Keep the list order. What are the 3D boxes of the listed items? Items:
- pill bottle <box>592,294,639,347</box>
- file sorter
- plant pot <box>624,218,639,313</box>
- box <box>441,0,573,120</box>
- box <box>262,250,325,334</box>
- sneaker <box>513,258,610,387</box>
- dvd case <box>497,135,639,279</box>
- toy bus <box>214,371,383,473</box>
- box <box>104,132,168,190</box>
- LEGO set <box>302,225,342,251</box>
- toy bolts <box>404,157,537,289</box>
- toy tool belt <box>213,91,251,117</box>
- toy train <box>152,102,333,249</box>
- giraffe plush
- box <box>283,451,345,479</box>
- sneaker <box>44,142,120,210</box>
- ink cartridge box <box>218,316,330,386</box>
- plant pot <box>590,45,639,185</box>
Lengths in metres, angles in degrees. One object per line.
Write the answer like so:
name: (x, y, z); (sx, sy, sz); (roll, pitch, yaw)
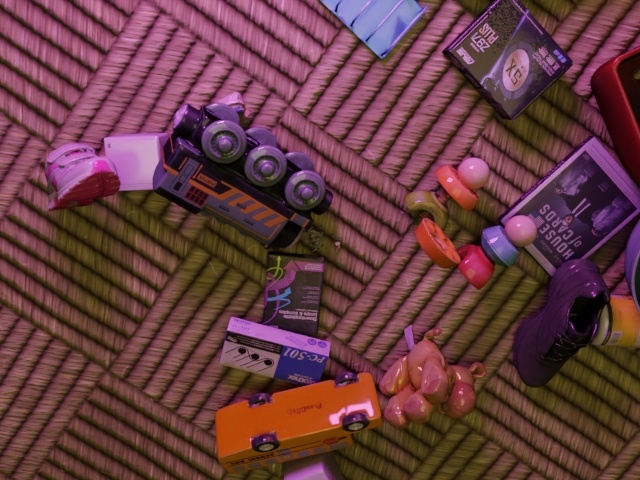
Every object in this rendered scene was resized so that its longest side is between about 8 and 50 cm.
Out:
pill bottle: (0.626, 0.161, 1.302); (0.184, 0.103, 0.103); (3, 102, -1)
file sorter: (0.093, -0.427, 1.172); (0.170, 0.104, 0.118); (42, 99, -9)
plant pot: (0.691, 0.028, 1.200); (0.293, 0.196, 0.292); (2, 109, 6)
box: (0.340, -0.336, 1.206); (0.147, 0.077, 0.180); (-43, 99, 9)
box: (-0.055, 0.107, 1.324); (0.116, 0.029, 0.162); (5, 104, -1)
sneaker: (0.466, 0.179, 1.281); (0.109, 0.130, 0.286); (14, 114, -7)
dvd case: (0.496, -0.059, 1.292); (0.239, 0.029, 0.179); (-44, 99, 8)
toy bus: (-0.042, 0.368, 1.321); (0.333, 0.108, 0.130); (-14, 139, 3)
box: (-0.341, -0.149, 1.237); (0.101, 0.087, 0.101); (-2, 102, 0)
LEGO set: (0.002, -0.002, 1.304); (0.083, 0.023, 0.054); (1, 102, 0)
toy bolts: (0.290, -0.026, 1.211); (0.158, 0.218, 0.228); (-40, 107, 21)
toy tool belt: (-0.177, -0.240, 1.238); (0.083, 0.052, 0.051); (-26, 93, 6)
toy train: (-0.140, -0.108, 1.197); (0.334, 0.142, 0.190); (30, 108, -29)
giraffe plush: (0.236, 0.289, 1.308); (0.171, 0.210, 0.181); (33, 136, -22)
box: (0.001, 0.525, 1.364); (0.091, 0.130, 0.170); (-26, 100, 6)
sneaker: (-0.442, -0.124, 1.182); (0.103, 0.252, 0.111); (-12, 92, -39)
ink cartridge box: (-0.093, 0.227, 1.327); (0.207, 0.046, 0.097); (15, 123, -4)
plant pot: (0.626, -0.244, 1.147); (0.267, 0.235, 0.267); (-26, 102, 5)
